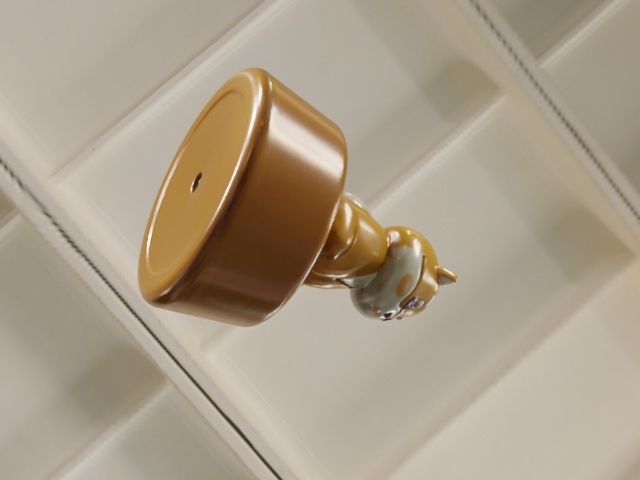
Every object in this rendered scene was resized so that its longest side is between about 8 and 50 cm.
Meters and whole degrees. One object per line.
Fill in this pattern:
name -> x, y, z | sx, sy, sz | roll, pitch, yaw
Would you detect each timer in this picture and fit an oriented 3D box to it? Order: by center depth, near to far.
timer -> 0.000, 0.000, 0.652 | 0.152, 0.132, 0.132 | 25, -91, -21
